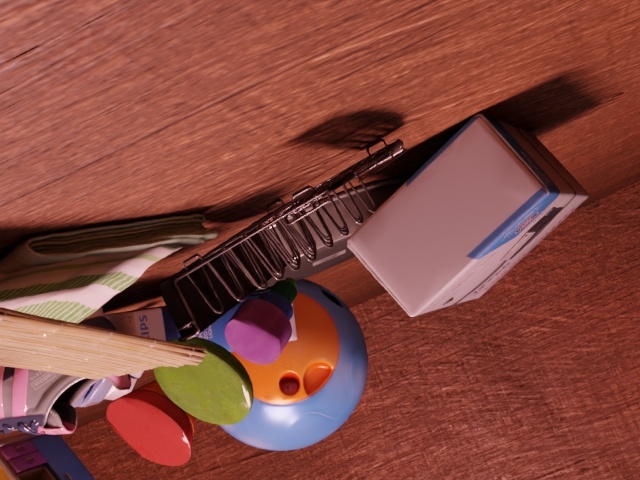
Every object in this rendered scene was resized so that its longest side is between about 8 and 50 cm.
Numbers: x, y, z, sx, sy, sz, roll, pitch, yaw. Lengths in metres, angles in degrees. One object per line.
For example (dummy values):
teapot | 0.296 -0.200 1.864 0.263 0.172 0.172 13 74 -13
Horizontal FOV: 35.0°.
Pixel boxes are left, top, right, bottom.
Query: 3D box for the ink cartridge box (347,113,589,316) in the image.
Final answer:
ink cartridge box | 0.199 -0.029 1.294 0.223 0.129 0.307 -45 165 17

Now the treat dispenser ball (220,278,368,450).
treat dispenser ball | -0.065 0.203 1.687 0.288 0.288 0.288 -22 172 -3

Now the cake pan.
cake pan | 0.000 0.000 1.393 0.293 0.054 0.293 -23 172 -3

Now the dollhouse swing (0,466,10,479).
dollhouse swing | -0.504 0.337 0.981 0.305 0.315 0.347 -14 141 -47

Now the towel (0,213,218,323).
towel | -0.290 0.060 1.048 0.325 0.038 0.248 -29 169 35

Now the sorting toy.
sorting toy | -0.127 0.145 1.223 0.365 0.127 0.126 -44 -172 44

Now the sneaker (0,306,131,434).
sneaker | -0.384 0.210 1.284 0.319 0.131 0.112 -35 170 9

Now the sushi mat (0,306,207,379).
sushi mat | -0.255 0.100 0.941 0.151 0.019 0.316 -12 163 26

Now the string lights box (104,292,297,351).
string lights box | -0.176 0.124 1.415 0.259 0.077 0.133 -5 177 -41

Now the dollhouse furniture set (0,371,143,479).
dollhouse furniture set | -0.350 0.274 1.424 0.303 0.198 0.286 -56 157 20

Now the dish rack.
dish rack | -0.027 -0.009 1.042 0.271 0.074 0.208 -30 -174 33
